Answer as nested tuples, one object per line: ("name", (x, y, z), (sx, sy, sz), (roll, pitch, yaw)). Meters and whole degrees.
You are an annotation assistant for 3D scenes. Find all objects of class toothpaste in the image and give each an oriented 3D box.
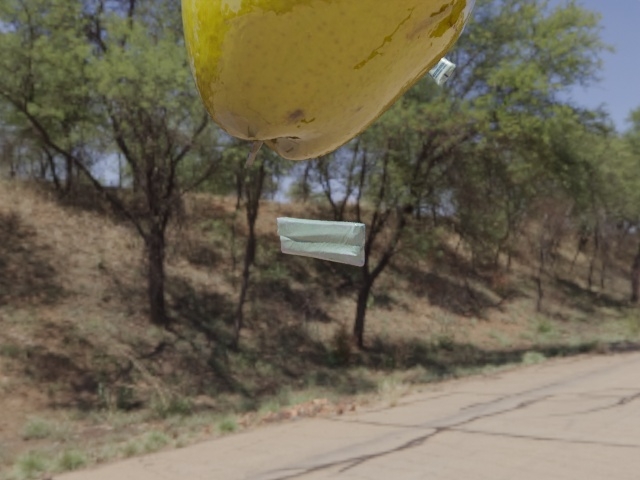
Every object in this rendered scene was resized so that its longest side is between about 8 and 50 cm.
("toothpaste", (0.244, -0.463, 1.705), (0.062, 0.239, 0.039), (-49, -38, 18))

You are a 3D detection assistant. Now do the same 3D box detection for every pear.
("pear", (-0.006, -0.243, 0.635), (0.336, 0.285, 0.285), (-43, 8, -16))

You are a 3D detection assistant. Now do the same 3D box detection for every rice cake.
("rice cake", (-0.001, -0.001, 1.375), (0.222, 0.080, 0.042), (7, 14, 41))
